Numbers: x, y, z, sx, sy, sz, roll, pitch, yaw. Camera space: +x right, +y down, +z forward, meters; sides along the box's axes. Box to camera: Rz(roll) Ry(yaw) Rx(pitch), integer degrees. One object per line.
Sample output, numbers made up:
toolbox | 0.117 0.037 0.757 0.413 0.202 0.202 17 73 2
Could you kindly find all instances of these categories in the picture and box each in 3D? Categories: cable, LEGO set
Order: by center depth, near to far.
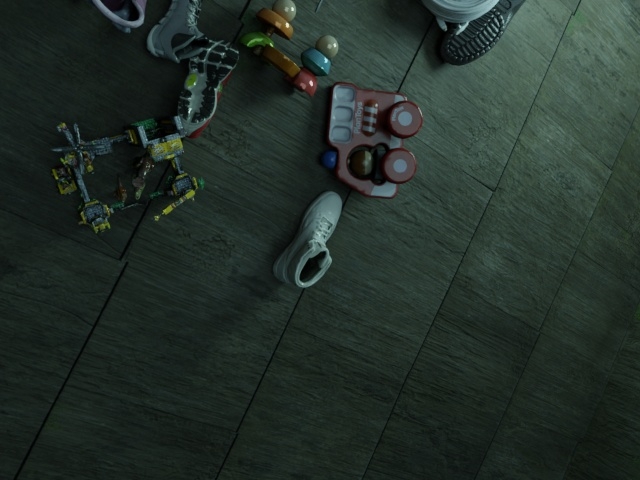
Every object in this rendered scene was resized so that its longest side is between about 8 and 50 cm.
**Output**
LEGO set | -0.419 -0.155 1.371 0.331 0.192 0.254 -13 106 -26
cable | 0.394 -0.745 1.701 0.257 0.089 0.257 -37 86 6

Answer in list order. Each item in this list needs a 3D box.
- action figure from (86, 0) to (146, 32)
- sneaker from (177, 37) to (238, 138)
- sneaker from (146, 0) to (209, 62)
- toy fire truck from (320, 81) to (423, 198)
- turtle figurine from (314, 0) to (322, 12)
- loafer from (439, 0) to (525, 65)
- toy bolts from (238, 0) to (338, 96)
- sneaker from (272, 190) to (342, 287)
action figure | -0.383 -0.645 1.264 0.248 0.276 0.370 35 96 -24
sneaker | -0.280 -0.366 1.457 0.107 0.118 0.279 22 63 -8
sneaker | -0.290 -0.504 1.401 0.228 0.132 0.086 -59 157 1
toy fire truck | 0.133 -0.273 1.691 0.254 0.169 0.302 6 97 -6
turtle figurine | -0.029 -0.690 1.395 0.275 0.198 0.266 -33 147 -28
loafer | 0.498 -0.667 1.815 0.134 0.130 0.366 44 95 -12
toy bolts | -0.050 -0.479 1.508 0.228 0.218 0.158 32 97 -37
sneaker | 0.000 0.000 1.649 0.108 0.169 0.292 36 81 -28
